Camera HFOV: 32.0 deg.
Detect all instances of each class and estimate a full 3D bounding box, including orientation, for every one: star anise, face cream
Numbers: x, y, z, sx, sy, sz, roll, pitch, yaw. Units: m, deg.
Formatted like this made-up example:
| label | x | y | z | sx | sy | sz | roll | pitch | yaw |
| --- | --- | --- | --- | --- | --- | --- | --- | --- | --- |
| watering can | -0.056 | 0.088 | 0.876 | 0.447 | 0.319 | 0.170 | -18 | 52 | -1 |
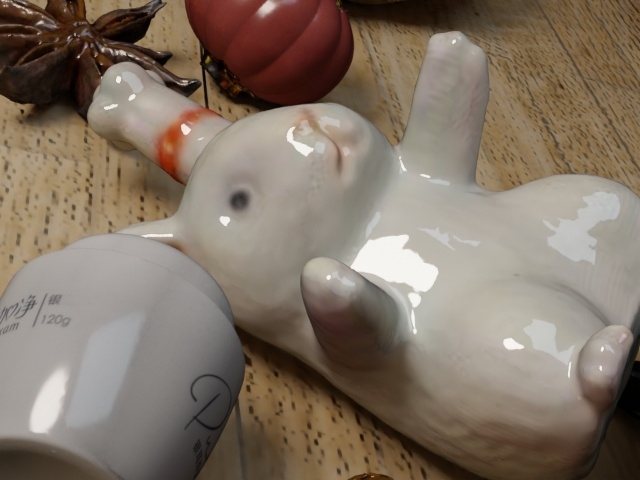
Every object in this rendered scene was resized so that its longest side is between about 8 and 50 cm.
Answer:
| label | x | y | z | sx | sy | sz | roll | pitch | yaw |
| --- | --- | --- | --- | --- | --- | --- | --- | --- | --- |
| star anise | -0.135 | -0.101 | 0.598 | 0.141 | 0.042 | 0.141 | 17 | 37 | -13 |
| face cream | -0.076 | 0.052 | 0.384 | 0.091 | 0.091 | 0.095 | 21 | 42 | -3 |

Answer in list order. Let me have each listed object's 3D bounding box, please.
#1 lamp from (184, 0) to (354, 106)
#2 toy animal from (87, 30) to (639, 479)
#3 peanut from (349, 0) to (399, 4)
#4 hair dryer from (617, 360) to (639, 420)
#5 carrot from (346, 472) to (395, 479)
| label | x | y | z | sx | sy | sz | roll | pitch | yaw |
| --- | --- | --- | --- | --- | --- | --- | --- | --- | --- |
| lamp | -0.029 | -0.127 | 0.652 | 0.107 | 0.092 | 0.107 | 44 | 5 | -5 |
| toy animal | 0.010 | -0.005 | 0.461 | 0.283 | 0.138 | 0.140 | 29 | 51 | 5 |
| peanut | 0.029 | -0.246 | 0.807 | 0.306 | 0.147 | 0.147 | 1 | 40 | -33 |
| hair dryer | 0.163 | 0.065 | 0.570 | 0.079 | 0.031 | 0.083 | 24 | 19 | 17 |
| carrot | -0.022 | 0.122 | 0.359 | 0.055 | 0.055 | 0.161 | 39 | 30 | 22 |
